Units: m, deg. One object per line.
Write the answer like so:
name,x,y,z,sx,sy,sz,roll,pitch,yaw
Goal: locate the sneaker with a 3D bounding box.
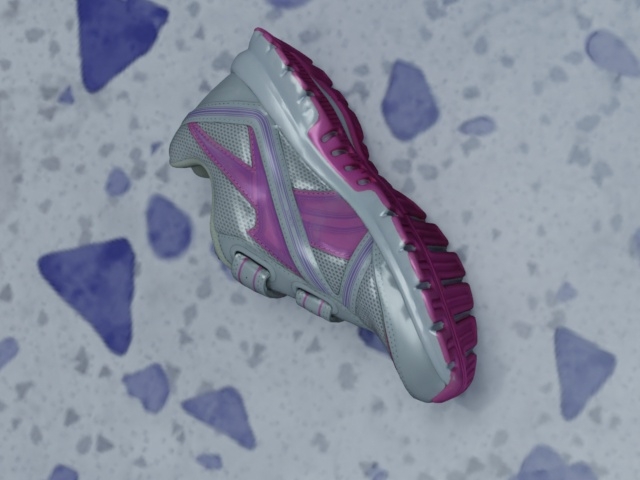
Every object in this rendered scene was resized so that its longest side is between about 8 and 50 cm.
sneaker,0.000,0.000,1.078,0.111,0.103,0.252,-38,68,13
